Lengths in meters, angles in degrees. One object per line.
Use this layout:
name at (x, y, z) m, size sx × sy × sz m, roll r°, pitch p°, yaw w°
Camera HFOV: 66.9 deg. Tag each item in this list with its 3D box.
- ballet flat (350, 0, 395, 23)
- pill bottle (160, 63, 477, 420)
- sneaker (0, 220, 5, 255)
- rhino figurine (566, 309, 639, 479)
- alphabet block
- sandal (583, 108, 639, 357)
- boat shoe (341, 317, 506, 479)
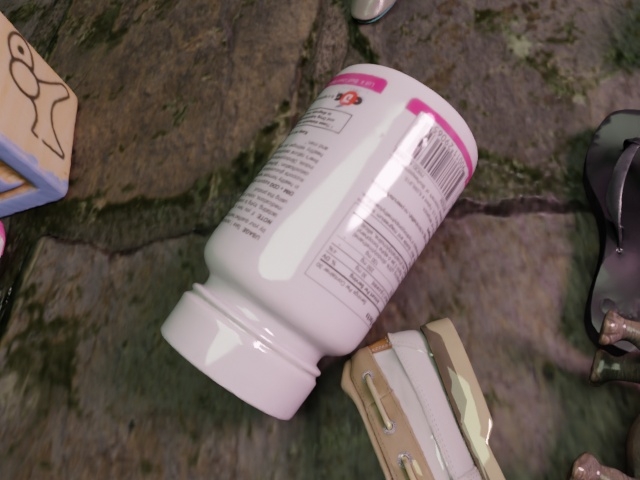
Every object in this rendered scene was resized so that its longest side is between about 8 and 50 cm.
ballet flat at (0.102, -0.405, 0.692) m, size 0.072 × 0.068 × 0.213 m, roll 26°, pitch 72°, yaw 26°
pill bottle at (0.000, 0.000, 0.434) m, size 0.160 × 0.160 × 0.283 m, roll 30°, pitch 78°, yaw 27°
sneaker at (-0.509, 0.043, 0.583) m, size 0.252 × 0.111 × 0.103 m, roll -34°, pitch 59°, yaw -5°
rhino figurine at (0.225, 0.178, 0.325) m, size 0.107 × 0.073 × 0.243 m, roll 12°, pitch 78°, yaw 30°
alphabet block at (-0.466, -0.158, 0.640) m, size 0.194 × 0.192 × 0.197 m, roll -15°, pitch 58°, yaw 5°
sandal at (0.293, -0.020, 0.432) m, size 0.097 × 0.054 × 0.254 m, roll 6°, pitch 63°, yaw 18°
boat shoe at (0.090, 0.204, 0.337) m, size 0.104 × 0.113 × 0.302 m, roll -18°, pitch 48°, yaw 7°
